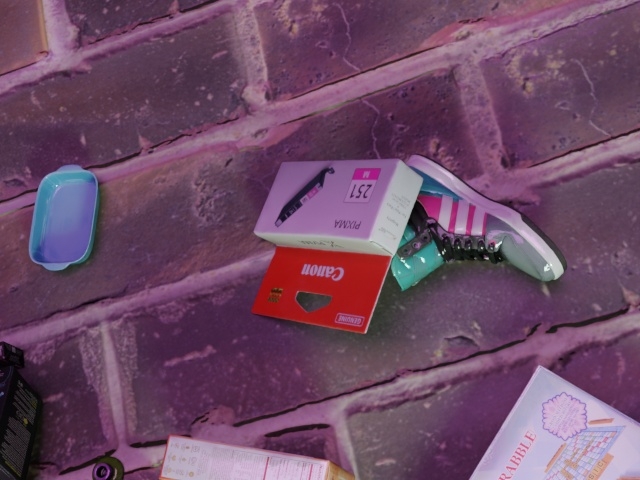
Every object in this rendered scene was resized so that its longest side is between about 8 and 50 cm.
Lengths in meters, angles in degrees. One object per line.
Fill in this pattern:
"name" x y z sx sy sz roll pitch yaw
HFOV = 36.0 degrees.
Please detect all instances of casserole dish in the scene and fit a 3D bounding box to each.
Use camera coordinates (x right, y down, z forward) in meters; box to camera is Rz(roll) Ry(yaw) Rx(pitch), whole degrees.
"casserole dish" -0.423 -0.035 1.647 0.114 0.037 0.188 -2 70 14

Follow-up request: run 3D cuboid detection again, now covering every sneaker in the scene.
"sneaker" 0.187 0.012 1.409 0.295 0.124 0.178 36 78 32

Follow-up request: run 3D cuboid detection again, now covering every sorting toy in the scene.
"sorting toy" -0.328 0.371 1.466 0.061 0.042 0.102 8 72 18

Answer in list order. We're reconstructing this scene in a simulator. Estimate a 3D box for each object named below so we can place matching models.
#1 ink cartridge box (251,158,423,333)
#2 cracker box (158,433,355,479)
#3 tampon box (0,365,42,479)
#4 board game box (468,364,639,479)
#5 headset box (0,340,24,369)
"ink cartridge box" 0.000 0.000 1.434 0.275 0.060 0.238 4 67 51
"cracker box" -0.083 0.325 1.353 0.232 0.155 0.067 6 71 17
"tampon box" -0.507 0.291 1.484 0.120 0.101 0.161 -11 45 12
"board game box" 0.339 0.376 1.265 0.318 0.066 0.318 31 81 23
"headset box" -0.528 0.193 1.577 0.083 0.062 0.032 -17 66 8
